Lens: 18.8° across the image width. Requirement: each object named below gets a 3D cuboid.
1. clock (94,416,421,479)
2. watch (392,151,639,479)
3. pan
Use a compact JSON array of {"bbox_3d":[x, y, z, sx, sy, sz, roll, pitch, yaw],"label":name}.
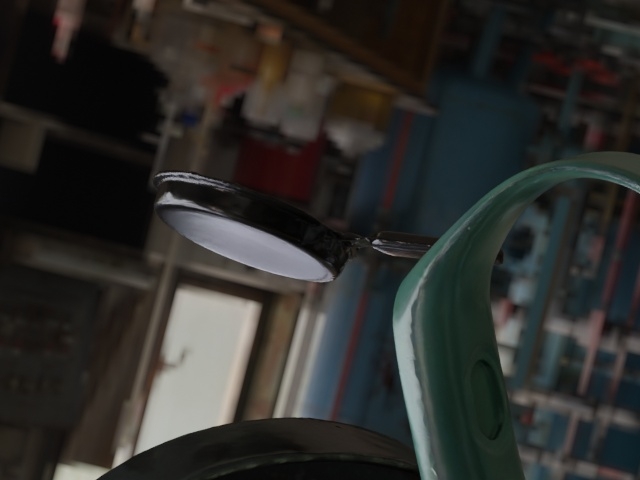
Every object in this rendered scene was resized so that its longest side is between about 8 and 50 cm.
[{"bbox_3d":[-0.032,0.288,1.151,0.386,0.386,0.076,15,-169,-23],"label":"clock"},{"bbox_3d":[0.136,0.077,0.943,0.195,0.237,0.068,-8,-178,32],"label":"watch"},{"bbox_3d":[0.000,0.000,1.170,0.235,0.028,0.136,10,164,29],"label":"pan"}]
